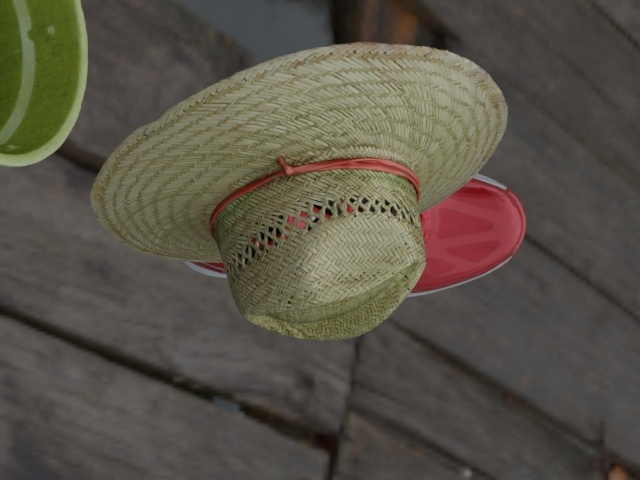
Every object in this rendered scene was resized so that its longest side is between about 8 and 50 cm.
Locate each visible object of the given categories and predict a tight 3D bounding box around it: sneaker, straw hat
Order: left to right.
[{"bbox_3d":[0.000,0.000,0.541,0.144,0.144,0.061,24,45,-50],"label":"straw hat"},{"bbox_3d":[0.016,-0.001,0.963,0.128,0.221,0.087,-89,174,-86],"label":"sneaker"}]

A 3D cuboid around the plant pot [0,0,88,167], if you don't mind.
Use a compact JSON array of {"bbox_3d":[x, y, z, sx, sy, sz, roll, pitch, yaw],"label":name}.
[{"bbox_3d":[-0.389,-0.178,1.440,0.276,0.254,0.276,31,54,-56],"label":"plant pot"}]
